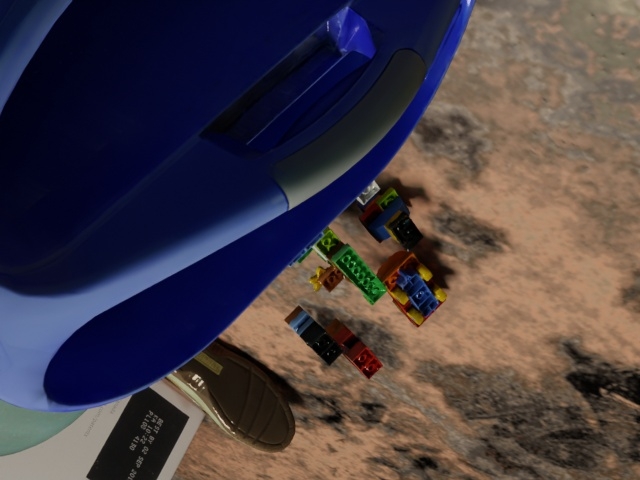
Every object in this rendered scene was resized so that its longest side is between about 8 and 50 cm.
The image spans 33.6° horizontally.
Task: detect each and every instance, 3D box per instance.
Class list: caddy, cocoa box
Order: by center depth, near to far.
[{"bbox_3d":[-0.048,-0.083,0.464,0.179,0.341,0.241,32,152,24],"label":"caddy"},{"bbox_3d":[-0.330,0.274,1.115,0.231,0.347,0.228,41,145,-21],"label":"cocoa box"}]

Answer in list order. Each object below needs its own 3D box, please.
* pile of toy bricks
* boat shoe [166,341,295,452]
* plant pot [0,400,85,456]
[{"bbox_3d":[0.000,0.000,0.754,0.105,0.118,0.212,41,173,43],"label":"pile of toy bricks"},{"bbox_3d":[-0.105,0.137,1.045,0.190,0.068,0.072,45,156,-10],"label":"boat shoe"},{"bbox_3d":[-0.312,0.006,0.729,0.341,0.341,0.334,12,167,21],"label":"plant pot"}]
